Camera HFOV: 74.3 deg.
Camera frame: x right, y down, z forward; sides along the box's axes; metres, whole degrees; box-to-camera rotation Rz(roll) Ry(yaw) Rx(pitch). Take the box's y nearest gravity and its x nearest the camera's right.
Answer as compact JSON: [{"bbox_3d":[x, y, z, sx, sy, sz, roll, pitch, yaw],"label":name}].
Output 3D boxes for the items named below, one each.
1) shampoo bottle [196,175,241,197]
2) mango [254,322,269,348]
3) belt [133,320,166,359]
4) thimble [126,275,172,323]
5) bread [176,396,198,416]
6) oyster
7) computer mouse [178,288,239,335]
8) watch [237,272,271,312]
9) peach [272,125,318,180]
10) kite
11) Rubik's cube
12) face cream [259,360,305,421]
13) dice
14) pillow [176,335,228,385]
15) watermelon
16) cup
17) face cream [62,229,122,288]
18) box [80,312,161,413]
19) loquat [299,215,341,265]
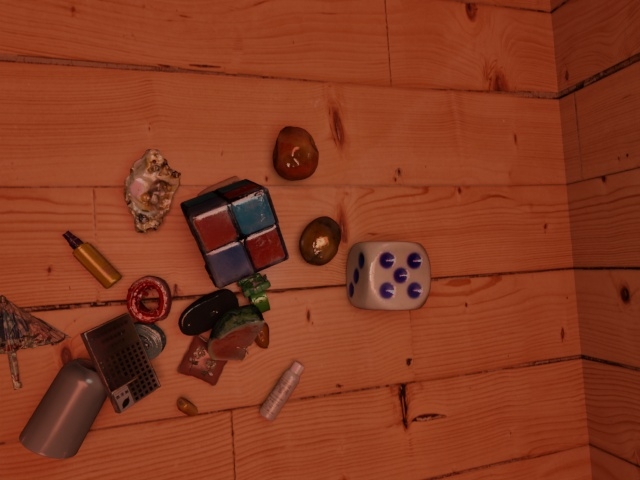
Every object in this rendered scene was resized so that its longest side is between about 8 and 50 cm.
[{"bbox_3d":[-0.449,-0.179,1.829,0.257,0.078,0.127,-37,105,-16],"label":"shampoo bottle"},{"bbox_3d":[-0.258,0.416,1.854,0.077,0.063,0.126,-10,89,-24],"label":"mango"},{"bbox_3d":[-0.712,0.403,1.715,0.148,0.082,0.162,-21,96,-6],"label":"belt"},{"bbox_3d":[-0.693,0.236,1.709,0.163,0.125,0.189,-10,89,-15],"label":"thimble"},{"bbox_3d":[-0.559,0.695,1.761,0.062,0.103,0.049,25,62,30],"label":"bread"},{"bbox_3d":[-0.718,-0.200,1.754,0.201,0.107,0.354,26,66,-33],"label":"oyster"},{"bbox_3d":[-0.477,0.303,1.784,0.270,0.086,0.137,-25,106,-31],"label":"computer mouse"},{"bbox_3d":[-0.272,0.235,1.837,0.131,0.165,0.151,-22,117,-18],"label":"watch"},{"bbox_3d":[-0.117,-0.389,1.871,0.215,0.214,0.235,-15,112,-17],"label":"peach"},{"bbox_3d":[-1.186,0.388,1.613,0.407,0.014,0.367,-11,89,-16],"label":"kite"},{"bbox_3d":[-0.348,-0.042,1.693,0.319,0.316,0.313,-24,112,-17],"label":"Rubik's cube"},{"bbox_3d":[-0.162,0.656,1.856,0.082,0.082,0.269,38,78,-11],"label":"face cream"},{"bbox_3d":[0.303,0.160,1.926,0.305,0.277,0.303,2,85,-18],"label":"dice"},{"bbox_3d":[-0.485,0.507,1.775,0.179,0.075,0.171,28,79,-14],"label":"pillow"},{"bbox_3d":[-0.333,0.363,1.702,0.180,0.305,0.224,37,40,3],"label":"watermelon"},{"bbox_3d":[-0.929,0.616,1.577,0.206,0.205,0.311,29,77,-12],"label":"cup"},{"bbox_3d":[-0.917,0.070,1.679,0.078,0.078,0.273,-43,98,-14],"label":"face cream"},{"bbox_3d":[-0.750,0.458,1.597,0.180,0.047,0.324,-28,99,-50],"label":"box"},{"bbox_3d":[0.000,0.000,1.900,0.180,0.179,0.227,21,78,-14],"label":"loquat"}]
